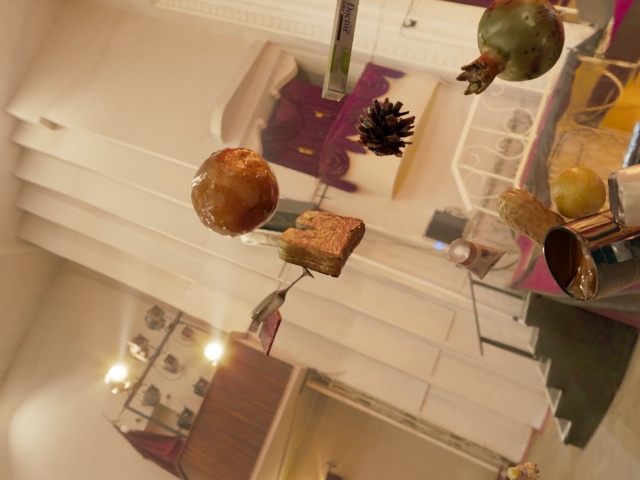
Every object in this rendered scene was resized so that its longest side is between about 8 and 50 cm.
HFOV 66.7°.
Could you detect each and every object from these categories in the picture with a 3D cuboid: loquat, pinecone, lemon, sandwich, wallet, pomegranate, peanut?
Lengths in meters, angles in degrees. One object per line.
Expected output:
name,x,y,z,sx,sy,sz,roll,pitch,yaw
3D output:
loquat,-0.304,-0.172,1.747,0.328,0.329,0.328,-55,-23,-38
pinecone,0.233,-0.405,1.742,0.203,0.229,0.201,22,-68,-36
lemon,0.919,-0.171,1.740,0.178,0.179,0.203,80,-171,-56
sandwich,0.000,-0.001,1.685,0.273,0.249,0.095,-51,-31,-53
wallet,-0.215,0.373,2.068,0.025,0.119,0.232,-1,-51,-29
pomegranate,0.490,-0.524,1.273,0.286,0.230,0.230,-19,-39,-13
peanut,0.779,-0.068,1.768,0.140,0.325,0.153,-59,13,-12

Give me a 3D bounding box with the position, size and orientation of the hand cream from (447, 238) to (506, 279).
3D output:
hand cream,0.524,0.057,1.619,0.248,0.083,0.133,20,-64,-44

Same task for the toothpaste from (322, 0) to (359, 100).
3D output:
toothpaste,0.065,-0.618,1.537,0.081,0.067,0.336,171,107,-77

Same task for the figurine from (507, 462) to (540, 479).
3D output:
figurine,0.530,0.607,1.273,0.050,0.083,0.047,46,-153,-53

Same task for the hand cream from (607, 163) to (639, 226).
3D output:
hand cream,0.745,-0.115,0.909,0.118,0.359,0.185,55,-145,-39

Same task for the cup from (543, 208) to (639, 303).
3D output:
cup,0.863,0.009,1.422,0.307,0.292,0.242,81,170,-51

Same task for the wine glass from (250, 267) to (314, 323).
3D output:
wine glass,-0.139,0.192,1.688,0.262,0.074,0.074,-41,-21,-1
